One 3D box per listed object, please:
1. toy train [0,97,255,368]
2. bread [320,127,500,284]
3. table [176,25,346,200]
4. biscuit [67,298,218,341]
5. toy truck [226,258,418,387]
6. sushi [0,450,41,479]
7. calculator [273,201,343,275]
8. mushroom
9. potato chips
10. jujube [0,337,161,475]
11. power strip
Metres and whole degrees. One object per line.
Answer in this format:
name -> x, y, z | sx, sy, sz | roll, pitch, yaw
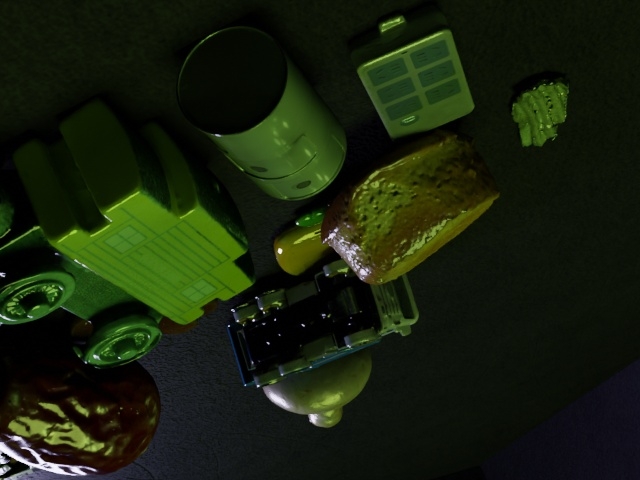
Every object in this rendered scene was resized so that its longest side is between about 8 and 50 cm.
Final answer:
toy train -> -0.240, -0.002, 1.406 | 0.272, 0.179, 0.442 | -31, 157, 5
bread -> 0.126, -0.049, 1.649 | 0.268, 0.146, 0.268 | -33, 172, -6
table -> -0.059, -0.136, 1.314 | 0.126, 0.126, 0.220 | -26, 158, 8
biscuit -> -0.273, 0.111, 1.807 | 0.236, 0.039, 0.180 | -2, 155, -42
toy truck -> -0.008, 0.135, 1.943 | 0.367, 0.146, 0.175 | -25, 168, 41
sushi -> -0.593, 0.389, 2.141 | 0.192, 0.043, 0.279 | -23, 159, 3
calculator -> 0.000, 0.000, 1.820 | 0.146, 0.032, 0.235 | -21, 161, -4
mushroom -> -0.012, 0.255, 2.174 | 0.206, 0.206, 0.209 | -4, 108, -40
potato chips -> 0.321, -0.184, 1.704 | 0.092, 0.028, 0.207 | -23, 157, 6
jujube -> -0.388, 0.248, 1.796 | 0.223, 0.223, 0.318 | -32, 147, 22
power strip -> 0.116, -0.197, 1.451 | 0.118, 0.046, 0.270 | -25, 159, 6
